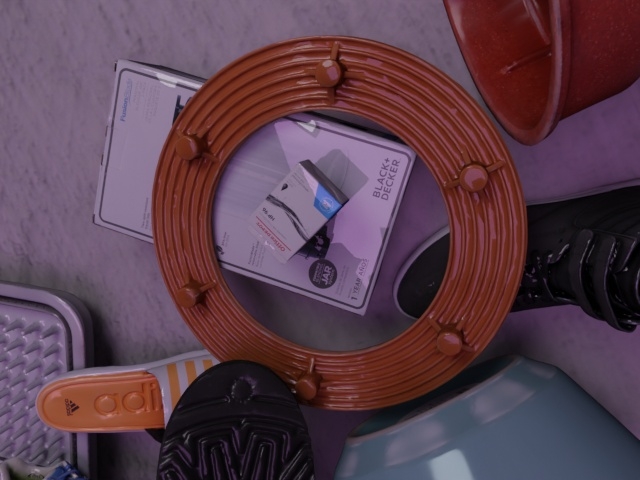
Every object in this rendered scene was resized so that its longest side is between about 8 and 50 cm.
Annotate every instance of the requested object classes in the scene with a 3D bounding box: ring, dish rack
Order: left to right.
[{"bbox_3d":[-0.403,0.195,0.691,0.286,0.072,0.332,8,106,11],"label":"dish rack"},{"bbox_3d":[0.000,0.000,0.469,0.337,0.032,0.336,4,106,15],"label":"ring"}]

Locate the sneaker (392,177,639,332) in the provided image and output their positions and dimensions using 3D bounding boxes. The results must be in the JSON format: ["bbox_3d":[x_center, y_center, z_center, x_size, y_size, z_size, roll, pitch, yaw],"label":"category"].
[{"bbox_3d":[0.197,0.025,0.473,0.296,0.147,0.104,-18,102,18],"label":"sneaker"}]

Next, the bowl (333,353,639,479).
[{"bbox_3d":[0.134,0.211,0.480,0.311,0.311,0.163,-31,78,18],"label":"bowl"}]

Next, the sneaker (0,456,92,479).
[{"bbox_3d":[-0.284,0.302,0.613,0.211,0.080,0.081,5,106,11],"label":"sneaker"}]

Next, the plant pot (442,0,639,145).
[{"bbox_3d":[0.224,-0.235,0.351,0.265,0.272,0.272,-19,100,9],"label":"plant pot"}]

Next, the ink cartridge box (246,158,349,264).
[{"bbox_3d":[-0.024,-0.019,0.439,0.048,0.028,0.083,45,111,1],"label":"ink cartridge box"}]

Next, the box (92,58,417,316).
[{"bbox_3d":[-0.065,-0.058,0.540,0.290,0.087,0.169,17,108,7],"label":"box"}]

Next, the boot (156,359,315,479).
[{"bbox_3d":[-0.099,0.278,0.565,0.131,0.260,0.348,0,90,-15],"label":"boot"}]

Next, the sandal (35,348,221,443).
[{"bbox_3d":[-0.179,0.187,0.601,0.265,0.076,0.102,-6,107,-8],"label":"sandal"}]
